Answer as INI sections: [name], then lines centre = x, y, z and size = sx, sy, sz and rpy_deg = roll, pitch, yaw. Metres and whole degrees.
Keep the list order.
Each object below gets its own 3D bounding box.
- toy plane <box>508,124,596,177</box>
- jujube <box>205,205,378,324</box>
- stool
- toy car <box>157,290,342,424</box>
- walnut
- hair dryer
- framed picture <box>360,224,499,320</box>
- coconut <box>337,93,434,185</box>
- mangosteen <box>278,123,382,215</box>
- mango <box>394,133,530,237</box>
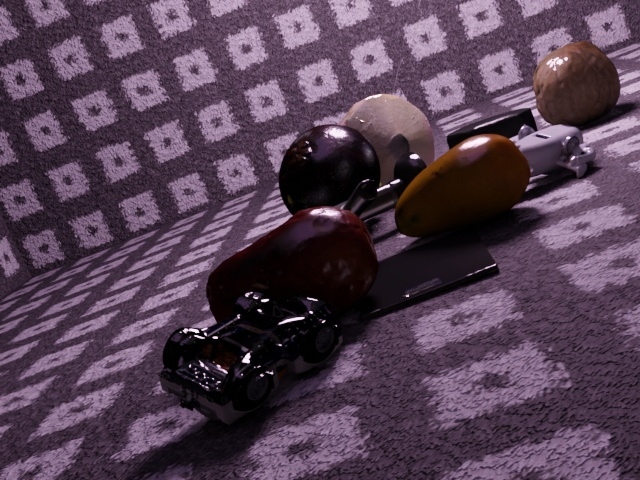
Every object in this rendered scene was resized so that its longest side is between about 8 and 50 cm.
[toy plane]
centre = 0.500, -0.187, 1.955
size = 0.245, 0.117, 0.244
rpy_deg = -9, 25, 4
[jujube]
centre = -0.049, 0.064, 1.584
size = 0.318, 0.223, 0.223
rpy_deg = -25, 11, 4
[stool]
centre = 0.449, -0.245, 2.213
size = 0.232, 0.141, 0.232
rpy_deg = -20, 7, 2
[toy car]
centre = -0.096, 0.176, 1.361
size = 0.193, 0.118, 0.301
rpy_deg = 14, 29, 39
[walnut]
centre = 0.715, -0.440, 2.433
size = 0.248, 0.248, 0.248
rpy_deg = -21, 11, 4
[hair dryer]
centre = 0.148, -0.087, 1.985
size = 0.320, 0.155, 0.284
rpy_deg = -25, 9, -22
[framed picture]
centre = 0.193, 0.055, 1.643
size = 0.255, 0.014, 0.338
rpy_deg = -21, 11, 6
[coconut]
centre = 0.174, -0.265, 2.473
size = 0.297, 0.297, 0.309
rpy_deg = -24, 6, -9
[mangosteen]
centre = 0.033, -0.155, 2.226
size = 0.288, 0.288, 0.288
rpy_deg = -21, 11, 4
[mango]
centre = 0.295, -0.108, 1.828
size = 0.317, 0.173, 0.211
rpy_deg = -29, 6, 33
